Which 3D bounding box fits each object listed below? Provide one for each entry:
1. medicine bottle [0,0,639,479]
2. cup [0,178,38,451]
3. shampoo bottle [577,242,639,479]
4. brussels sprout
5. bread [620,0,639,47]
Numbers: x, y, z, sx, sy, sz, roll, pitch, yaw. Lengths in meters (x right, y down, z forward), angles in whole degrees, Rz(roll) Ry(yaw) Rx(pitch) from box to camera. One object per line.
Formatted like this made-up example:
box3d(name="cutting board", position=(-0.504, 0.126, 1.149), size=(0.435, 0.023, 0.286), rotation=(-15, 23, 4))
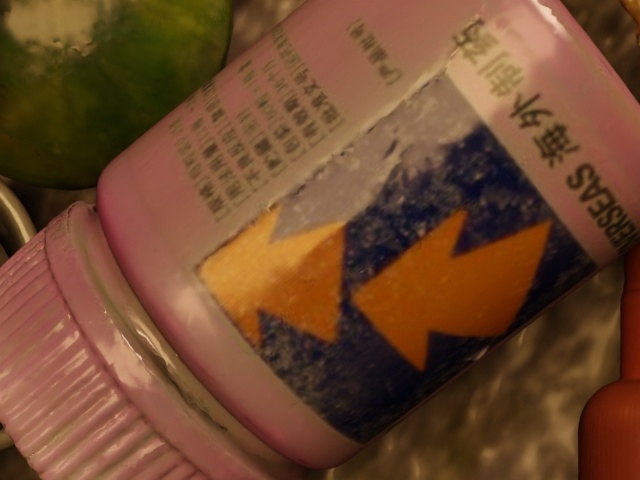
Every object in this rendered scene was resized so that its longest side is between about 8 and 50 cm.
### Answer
box3d(name="medicine bottle", position=(0.000, 0.000, 0.649), size=(0.290, 0.178, 0.178), rotation=(-39, 76, 7))
box3d(name="cup", position=(-0.276, 0.057, 0.712), size=(0.289, 0.219, 0.258), rotation=(-15, 85, -20))
box3d(name="shampoo bottle", position=(0.159, 0.120, 0.647), size=(0.085, 0.085, 0.244), rotation=(1, 83, 15))
box3d(name="brussels sprout", position=(-0.121, -0.116, 0.717), size=(0.161, 0.144, 0.181), rotation=(20, 103, 50))
box3d(name="bread", position=(0.249, -0.113, 0.583), size=(0.194, 0.179, 0.340), rotation=(-38, 74, 42))
